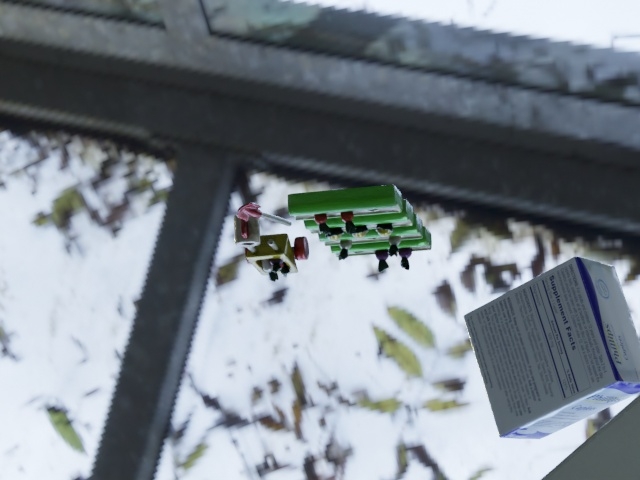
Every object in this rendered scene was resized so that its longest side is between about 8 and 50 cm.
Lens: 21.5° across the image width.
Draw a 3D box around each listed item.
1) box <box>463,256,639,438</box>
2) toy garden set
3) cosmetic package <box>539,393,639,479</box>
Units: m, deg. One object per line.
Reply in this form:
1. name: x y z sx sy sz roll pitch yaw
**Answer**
1. box: 0.218 0.101 1.552 0.137 0.072 0.126 -31 -117 34
2. toy garden set: 0.000 0.000 1.769 0.204 0.244 0.049 -5 -102 12
3. cosmetic package: 0.191 0.263 1.321 0.296 0.153 0.129 -40 -107 2
